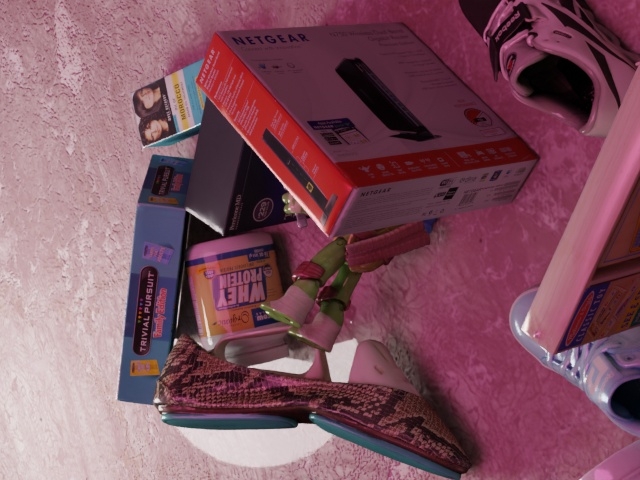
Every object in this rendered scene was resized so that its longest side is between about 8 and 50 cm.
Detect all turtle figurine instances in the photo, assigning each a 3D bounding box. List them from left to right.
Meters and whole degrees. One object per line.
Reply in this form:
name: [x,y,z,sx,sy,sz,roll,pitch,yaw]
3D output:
turtle figurine: [0.000,0.000,1.867,0.274,0.266,0.198,29,167,4]

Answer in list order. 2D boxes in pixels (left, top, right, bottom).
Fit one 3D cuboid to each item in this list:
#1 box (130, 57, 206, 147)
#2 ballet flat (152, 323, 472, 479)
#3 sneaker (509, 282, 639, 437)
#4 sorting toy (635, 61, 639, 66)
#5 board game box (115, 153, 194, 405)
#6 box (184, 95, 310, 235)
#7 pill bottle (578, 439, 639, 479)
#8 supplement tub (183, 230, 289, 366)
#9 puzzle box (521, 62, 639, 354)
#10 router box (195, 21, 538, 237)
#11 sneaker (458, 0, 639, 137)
box: [-0.209,-0.227,2.161,0.244,0.060,0.100,-16,86,47]
ballet flat: [-0.009,0.211,1.909,0.482,0.164,0.182,8,75,19]
sneaker: [0.352,0.143,1.563,0.366,0.150,0.135,25,107,39]
sorting toy: [0.392,-0.217,1.509,0.045,0.075,0.083,57,133,23]
board game box: [-0.266,0.059,2.161,0.254,0.079,0.336,-95,13,-70]
box: [-0.080,-0.154,1.948,0.103,0.184,0.261,35,122,38]
pill bottle: [0.426,0.390,1.519,0.323,0.181,0.181,58,133,22]
supplement tub: [-0.127,0.094,2.077,0.144,0.144,0.200,-13,89,47]
puzzle box: [0.381,-0.077,1.406,0.052,0.272,0.409,41,126,34]
router box: [0.060,-0.152,1.686,0.301,0.335,0.082,49,131,28]
sneaker: [0.260,-0.236,1.599,0.330,0.146,0.122,45,129,33]
